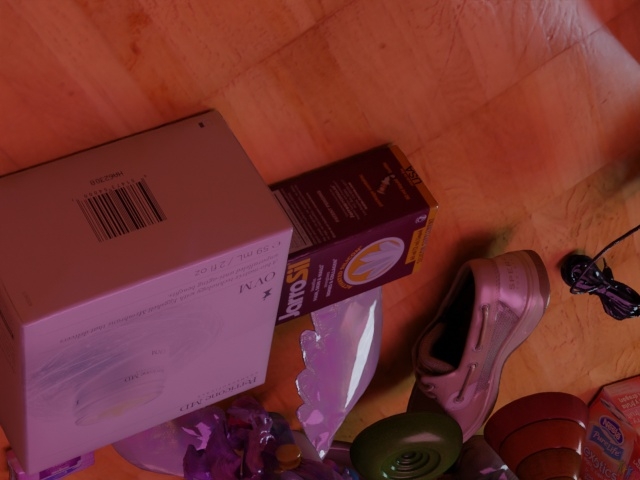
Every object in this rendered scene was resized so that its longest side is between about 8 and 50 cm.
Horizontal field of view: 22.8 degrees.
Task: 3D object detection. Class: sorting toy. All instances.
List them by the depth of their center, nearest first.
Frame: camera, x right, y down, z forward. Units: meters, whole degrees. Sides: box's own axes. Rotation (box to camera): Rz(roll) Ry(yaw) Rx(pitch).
[{"bbox_3d":[0.128,0.264,1.716,0.365,0.126,0.127,-7,141,-7],"label":"sorting toy"}]

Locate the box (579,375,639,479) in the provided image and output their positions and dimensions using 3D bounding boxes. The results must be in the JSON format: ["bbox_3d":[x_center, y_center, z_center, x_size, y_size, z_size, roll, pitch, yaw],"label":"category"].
[{"bbox_3d":[0.516,0.273,2.274,0.300,0.142,0.154,-11,143,-35],"label":"box"}]

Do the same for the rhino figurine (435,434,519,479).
[{"bbox_3d":[0.259,0.330,2.105,0.243,0.073,0.106,27,110,-29],"label":"rhino figurine"}]

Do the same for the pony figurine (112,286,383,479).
[{"bbox_3d":[-0.041,0.222,1.508,0.302,0.363,0.351,-17,132,-14],"label":"pony figurine"}]

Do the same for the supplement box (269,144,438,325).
[{"bbox_3d":[0.000,0.000,1.417,0.188,0.081,0.104,-20,149,-22],"label":"supplement box"}]

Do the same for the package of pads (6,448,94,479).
[{"bbox_3d":[-0.259,0.209,1.524,0.083,0.032,0.050,-21,150,-22],"label":"package of pads"}]

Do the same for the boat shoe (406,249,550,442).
[{"bbox_3d":[0.145,0.124,1.733,0.098,0.109,0.302,-1,139,-26],"label":"boat shoe"}]

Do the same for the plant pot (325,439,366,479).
[{"bbox_3d":[-0.020,0.423,1.852,0.323,0.323,0.280,-20,165,-23],"label":"plant pot"}]

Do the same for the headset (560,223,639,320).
[{"bbox_3d":[0.434,-0.003,1.700,0.394,0.243,0.185,-20,135,40],"label":"headset"}]

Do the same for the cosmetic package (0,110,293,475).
[{"bbox_3d":[-0.159,0.045,1.273,0.224,0.138,0.225,-20,150,-22],"label":"cosmetic package"}]
